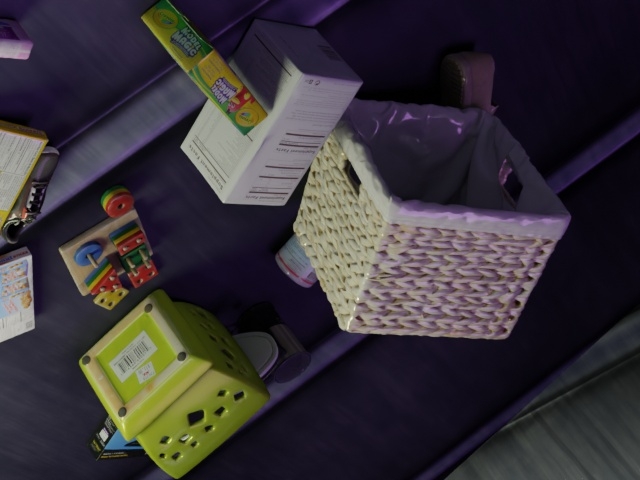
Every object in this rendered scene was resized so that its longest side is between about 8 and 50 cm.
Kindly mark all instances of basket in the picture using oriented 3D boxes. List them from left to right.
[{"bbox_3d":[0.168,-0.036,2.167,0.331,0.328,0.266,3,125,-23],"label":"basket"}]

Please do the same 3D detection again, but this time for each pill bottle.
[{"bbox_3d":[0.000,0.000,2.369,0.160,0.087,0.087,-48,149,13],"label":"pill bottle"}]

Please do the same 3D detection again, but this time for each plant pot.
[{"bbox_3d":[-0.261,0.231,2.264,0.228,0.227,0.207,-42,143,4],"label":"plant pot"}]

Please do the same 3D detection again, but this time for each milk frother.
[{"bbox_3d":[-0.117,0.209,2.468,0.143,0.135,0.129,-51,147,19],"label":"milk frother"}]

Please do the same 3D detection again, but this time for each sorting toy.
[{"bbox_3d":[-0.325,0.033,2.096,0.132,0.046,0.274,-32,149,-13],"label":"sorting toy"}]

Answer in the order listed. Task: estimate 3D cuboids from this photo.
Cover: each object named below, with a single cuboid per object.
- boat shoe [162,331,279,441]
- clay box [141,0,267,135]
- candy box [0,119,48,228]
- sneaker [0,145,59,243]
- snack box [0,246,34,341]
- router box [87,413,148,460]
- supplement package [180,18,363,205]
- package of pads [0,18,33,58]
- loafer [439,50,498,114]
[{"bbox_3d":[-0.194,0.266,2.396,0.302,0.114,0.091,-28,145,13],"label":"boat shoe"},{"bbox_3d":[-0.163,-0.244,1.828,0.053,0.127,0.222,-41,149,2],"label":"clay box"},{"bbox_3d":[-0.459,-0.074,1.805,0.105,0.027,0.206,12,123,-38],"label":"candy box"},{"bbox_3d":[-0.403,-0.060,1.867,0.061,0.065,0.158,4,129,-50],"label":"sneaker"},{"bbox_3d":[-0.469,0.084,2.028,0.064,0.022,0.178,-22,145,-27],"label":"snack box"},{"bbox_3d":[-0.332,0.348,2.503,0.179,0.046,0.133,5,127,-50],"label":"router box"},{"bbox_3d":[-0.076,-0.186,1.990,0.134,0.139,0.244,1,132,-47],"label":"supplement package"},{"bbox_3d":[-0.399,-0.249,1.637,0.083,0.050,0.032,-2,133,-47],"label":"package of pads"},{"bbox_3d":[0.262,-0.226,2.346,0.092,0.102,0.268,-22,145,-17],"label":"loafer"}]
